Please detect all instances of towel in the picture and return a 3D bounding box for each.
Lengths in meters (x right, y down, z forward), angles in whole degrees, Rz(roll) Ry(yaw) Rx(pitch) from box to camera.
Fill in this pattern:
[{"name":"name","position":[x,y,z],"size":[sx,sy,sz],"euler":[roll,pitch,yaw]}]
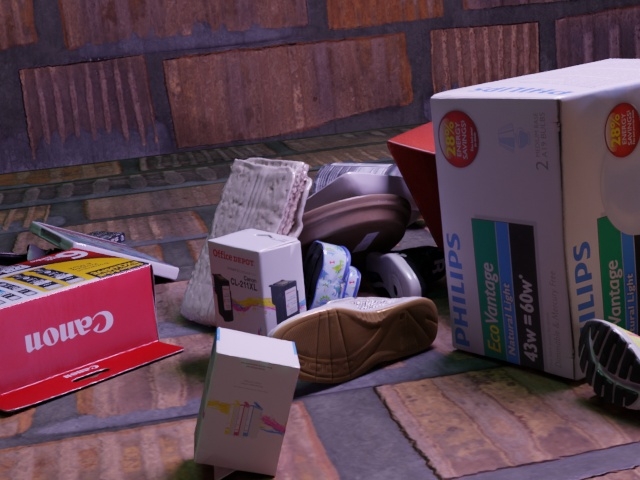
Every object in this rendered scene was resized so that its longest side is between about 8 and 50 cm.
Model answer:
[{"name":"towel","position":[-0.114,0.005,1.723],"size":[0.049,0.282,0.187],"euler":[26,-9,-37]}]

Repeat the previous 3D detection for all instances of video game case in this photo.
[{"name":"video game case","position":[-0.407,0.017,2.086],"size":[0.204,0.025,0.285],"euler":[16,1,-30]}]

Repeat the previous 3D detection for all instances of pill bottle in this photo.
[{"name":"pill bottle","position":[0.115,-0.093,2.296],"size":[0.246,0.130,0.130],"euler":[5,16,35]}]

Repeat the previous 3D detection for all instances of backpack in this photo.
[{"name":"backpack","position":[0.011,0.062,1.706],"size":[0.084,0.114,0.105],"euler":[11,6,-19]}]

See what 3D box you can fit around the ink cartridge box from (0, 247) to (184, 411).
[{"name":"ink cartridge box","position":[-0.394,0.117,1.597],"size":[0.272,0.130,0.309],"euler":[8,19,42]}]

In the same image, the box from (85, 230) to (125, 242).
[{"name":"box","position":[-0.469,-0.003,2.388],"size":[0.083,0.018,0.067],"euler":[3,15,31]}]

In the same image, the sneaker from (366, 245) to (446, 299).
[{"name":"sneaker","position":[0.158,0.046,1.790],"size":[0.121,0.079,0.217],"euler":[-10,12,-13]}]

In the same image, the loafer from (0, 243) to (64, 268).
[{"name":"loafer","position":[-0.541,0.048,2.016],"size":[0.303,0.095,0.109],"euler":[-7,11,-18]}]

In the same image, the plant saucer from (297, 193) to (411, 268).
[{"name":"plant saucer","position":[0.023,0.006,1.826],"size":[0.278,0.041,0.278],"euler":[-18,-20,-7]}]

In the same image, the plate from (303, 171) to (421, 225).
[{"name":"plate","position":[0.046,-0.025,1.893],"size":[0.277,0.045,0.278],"euler":[-34,-23,36]}]

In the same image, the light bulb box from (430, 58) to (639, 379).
[{"name":"light bulb box","position":[0.363,-0.046,1.492],"size":[0.361,0.357,0.225],"euler":[-16,16,-34]}]

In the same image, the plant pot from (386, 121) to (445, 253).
[{"name":"plant pot","position":[0.302,-0.086,1.735],"size":[0.236,0.267,0.267],"euler":[-32,20,-11]}]

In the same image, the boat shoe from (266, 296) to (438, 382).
[{"name":"boat shoe","position":[0.029,0.126,1.483],"size":[0.277,0.098,0.096],"euler":[-5,9,-39]}]

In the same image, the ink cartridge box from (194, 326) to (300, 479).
[{"name":"ink cartridge box","position":[-0.083,0.181,1.205],"size":[0.090,0.143,0.092],"euler":[11,11,-8]}]

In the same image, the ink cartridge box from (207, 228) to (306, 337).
[{"name":"ink cartridge box","position":[-0.085,0.081,1.523],"size":[0.072,0.175,0.127],"euler":[-15,16,-36]}]

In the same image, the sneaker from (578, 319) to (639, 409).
[{"name":"sneaker","position":[0.376,0.151,1.247],"size":[0.094,0.081,0.208],"euler":[-7,30,-35]}]
